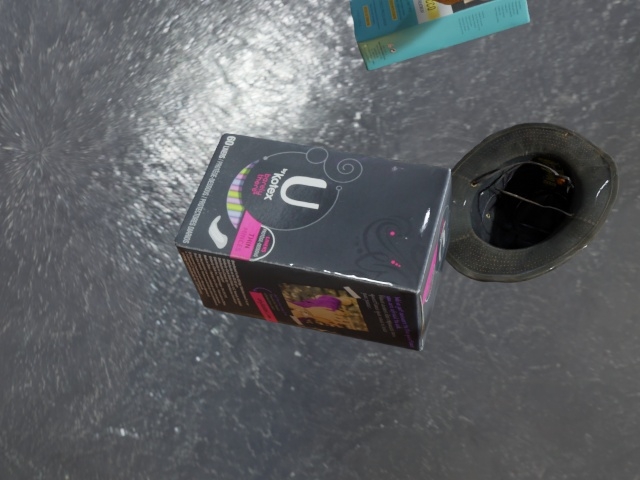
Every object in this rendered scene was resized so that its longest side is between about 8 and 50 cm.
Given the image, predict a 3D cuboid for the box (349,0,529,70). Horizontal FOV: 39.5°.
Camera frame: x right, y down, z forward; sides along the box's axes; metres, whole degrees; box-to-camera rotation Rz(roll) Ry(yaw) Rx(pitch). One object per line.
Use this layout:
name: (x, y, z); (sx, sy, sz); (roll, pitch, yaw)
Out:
box: (0.171, -0.334, 1.299); (0.244, 0.100, 0.060); (-15, 143, 11)

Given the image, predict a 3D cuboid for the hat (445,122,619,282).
hat: (0.350, -0.039, 1.529); (0.331, 0.331, 0.134); (-42, 140, -10)

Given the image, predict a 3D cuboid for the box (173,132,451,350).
box: (0.000, 0.000, 1.003); (0.270, 0.143, 0.165); (10, 59, 13)

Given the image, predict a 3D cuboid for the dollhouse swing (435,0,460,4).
dollhouse swing: (0.336, -0.397, 1.114); (0.305, 0.347, 0.315); (31, 59, -43)
